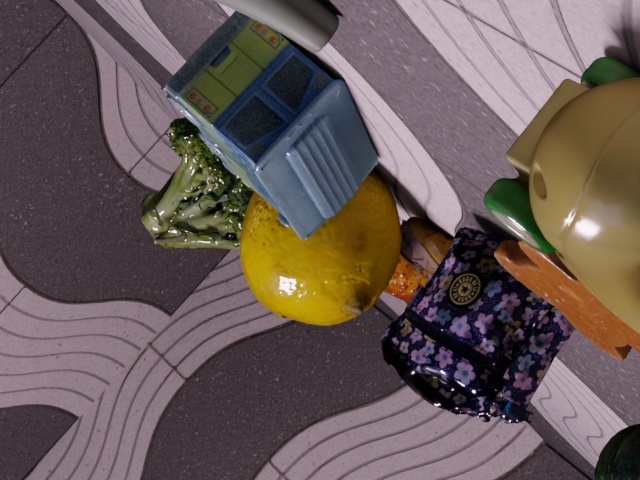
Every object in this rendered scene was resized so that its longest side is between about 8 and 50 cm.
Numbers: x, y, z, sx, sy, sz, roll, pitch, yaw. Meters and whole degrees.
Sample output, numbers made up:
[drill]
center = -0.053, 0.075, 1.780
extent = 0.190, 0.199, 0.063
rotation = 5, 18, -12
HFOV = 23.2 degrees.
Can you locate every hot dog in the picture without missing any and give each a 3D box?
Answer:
[hot dog]
center = 0.196, 0.051, 2.171
extent = 0.252, 0.069, 0.131
rotation = 43, -174, 32

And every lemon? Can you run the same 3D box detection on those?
[lemon]
center = 0.002, -0.008, 2.166
extent = 0.228, 0.253, 0.228
rotation = 9, 152, 5

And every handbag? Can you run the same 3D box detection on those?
[handbag]
center = 0.182, 0.103, 1.830
extent = 0.228, 0.208, 0.127
rotation = 34, 176, 45

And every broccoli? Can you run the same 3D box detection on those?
[broccoli]
center = -0.173, -0.086, 2.693
extent = 0.321, 0.283, 0.304
rotation = 60, -171, 8

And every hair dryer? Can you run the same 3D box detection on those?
[hair dryer]
center = -0.038, -0.238, 1.417
extent = 0.267, 0.092, 0.229
rotation = 22, 170, 48

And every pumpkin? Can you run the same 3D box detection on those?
[pumpkin]
center = 0.459, 0.337, 2.052
extent = 0.211, 0.152, 0.211
rotation = 36, 173, 5

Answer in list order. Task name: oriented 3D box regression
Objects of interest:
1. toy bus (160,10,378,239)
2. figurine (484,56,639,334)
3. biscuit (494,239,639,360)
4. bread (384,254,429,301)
[toy bus]
center = -0.054, -0.140, 1.925
extent = 0.190, 0.152, 0.312
rotation = 41, 175, 18
[figurine]
center = 0.245, 0.008, 0.990
extent = 0.222, 0.124, 0.324
rotation = 34, 174, 43
[biscuit]
center = 0.282, 0.055, 1.544
extent = 0.205, 0.049, 0.324
rotation = 41, 176, 0
[bread]
center = 0.137, 0.054, 2.534
extent = 0.139, 0.095, 0.269
rotation = 48, -177, 29
